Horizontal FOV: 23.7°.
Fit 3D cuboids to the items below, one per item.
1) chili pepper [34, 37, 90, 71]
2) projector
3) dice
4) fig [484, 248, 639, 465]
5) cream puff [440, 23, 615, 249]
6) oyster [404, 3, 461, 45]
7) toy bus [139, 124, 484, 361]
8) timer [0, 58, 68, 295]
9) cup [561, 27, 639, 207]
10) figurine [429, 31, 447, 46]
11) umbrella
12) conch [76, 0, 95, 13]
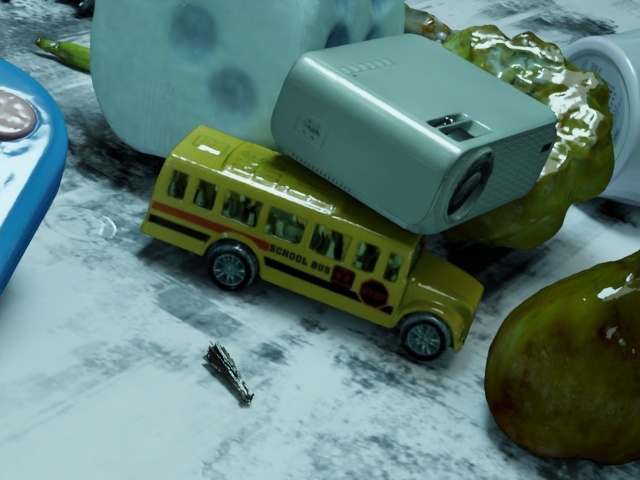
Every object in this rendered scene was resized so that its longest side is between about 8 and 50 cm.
[{"bbox_3d":[-0.252,-0.211,1.876,0.208,0.043,0.049,22,50,20],"label":"chili pepper"},{"bbox_3d":[0.099,-0.109,1.522,0.198,0.108,0.250,32,27,22],"label":"projector"},{"bbox_3d":[-0.075,-0.220,1.671,0.262,0.268,0.265,14,11,25],"label":"dice"},{"bbox_3d":[0.278,0.081,1.361,0.191,0.290,0.190,29,37,-24],"label":"fig"},{"bbox_3d":[0.202,-0.106,1.738,0.282,0.185,0.282,-2,61,4],"label":"cream puff"},{"bbox_3d":[0.100,-0.234,2.032,0.361,0.096,0.221,-18,85,-41],"label":"oyster"},{"bbox_3d":[0.000,0.000,1.502,0.335,0.123,0.121,21,25,7],"label":"toy bus"},{"bbox_3d":[-0.391,-0.052,1.282,0.309,0.115,0.340,21,44,-2],"label":"timer"},{"bbox_3d":[0.492,-0.162,2.006,0.371,0.253,0.253,1,30,-30],"label":"cup"},{"bbox_3d":[0.099,-0.178,1.864,0.197,0.147,0.093,-39,83,-17],"label":"figurine"},{"bbox_3d":[-0.080,0.115,1.339,0.083,0.020,0.031,45,-3,44],"label":"umbrella"},{"bbox_3d":[-0.255,-0.411,2.136,0.241,0.186,0.313,3,31,40],"label":"conch"}]
